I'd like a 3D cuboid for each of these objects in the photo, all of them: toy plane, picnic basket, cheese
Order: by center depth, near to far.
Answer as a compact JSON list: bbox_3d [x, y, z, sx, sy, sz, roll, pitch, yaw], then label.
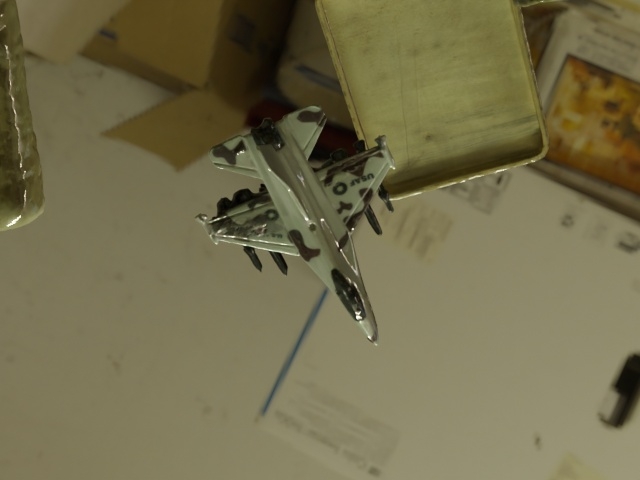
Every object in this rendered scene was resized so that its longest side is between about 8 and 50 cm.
[{"bbox_3d":[-0.206,-0.096,0.762,0.065,0.194,0.043,5,-153,20],"label":"cheese"},{"bbox_3d":[-0.004,-0.014,0.992,0.082,0.160,0.234,-103,-13,-47],"label":"toy plane"},{"bbox_3d":[0.126,-0.228,1.501,0.175,0.228,0.313,-96,-12,-52],"label":"picnic basket"}]

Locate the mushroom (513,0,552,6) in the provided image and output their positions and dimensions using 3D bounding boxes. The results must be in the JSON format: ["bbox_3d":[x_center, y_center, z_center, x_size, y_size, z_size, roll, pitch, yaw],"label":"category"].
[{"bbox_3d":[0.177,-0.276,0.829,0.130,0.247,0.344,25,177,-30],"label":"mushroom"}]
